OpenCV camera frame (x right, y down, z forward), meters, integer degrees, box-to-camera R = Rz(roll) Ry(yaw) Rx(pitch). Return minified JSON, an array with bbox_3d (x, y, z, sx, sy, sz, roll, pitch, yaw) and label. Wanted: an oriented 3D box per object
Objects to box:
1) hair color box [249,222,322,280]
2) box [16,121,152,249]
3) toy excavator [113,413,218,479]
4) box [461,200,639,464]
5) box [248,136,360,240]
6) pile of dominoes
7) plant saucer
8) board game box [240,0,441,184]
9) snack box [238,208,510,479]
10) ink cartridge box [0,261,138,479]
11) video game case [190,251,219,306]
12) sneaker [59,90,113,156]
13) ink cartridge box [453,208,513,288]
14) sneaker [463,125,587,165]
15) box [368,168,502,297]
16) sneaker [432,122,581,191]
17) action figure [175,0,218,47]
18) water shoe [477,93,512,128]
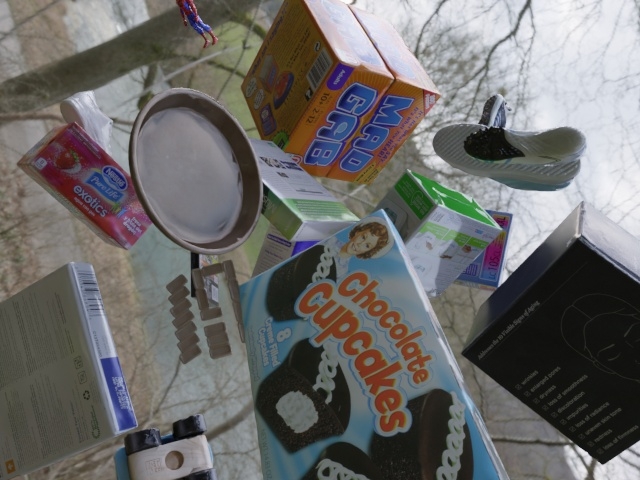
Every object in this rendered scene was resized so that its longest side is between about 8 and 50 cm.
[{"bbox_3d":[-0.084,0.029,1.603,0.110,0.339,0.185,17,2,-33],"label":"hair color box"},{"bbox_3d":[-0.472,-0.109,1.158,0.128,0.122,0.257,8,-34,50],"label":"box"},{"bbox_3d":[-0.576,0.755,1.765,0.445,0.433,0.222,-52,-128,50],"label":"toy excavator"},{"bbox_3d":[0.728,0.244,1.497,0.472,0.480,0.297,37,34,6],"label":"box"},{"bbox_3d":[-0.087,-0.118,1.198,0.322,0.058,0.232,43,23,25],"label":"box"},{"bbox_3d":[-0.305,0.195,1.519,0.040,0.196,0.251,109,-33,-74],"label":"pile of dominoes"},{"bbox_3d":[-0.201,-0.110,0.919,0.278,0.041,0.278,20,65,-50],"label":"plant saucer"},{"bbox_3d":[0.041,-0.425,1.587,0.356,0.356,0.356,-52,-132,37],"label":"board game box"},{"bbox_3d":[0.030,0.131,0.513,0.060,0.187,0.322,51,15,-43],"label":"snack box"},{"bbox_3d":[-0.524,0.253,1.060,0.071,0.330,0.324,7,59,-64],"label":"ink cartridge box"},{"bbox_3d":[-0.374,0.077,1.806,0.275,0.035,0.248,83,3,-77],"label":"video game case"},{"bbox_3d":[-0.507,-0.238,1.282,0.094,0.080,0.212,-55,146,-44],"label":"sneaker"},{"bbox_3d":[0.459,0.014,1.984,0.151,0.395,0.270,38,64,-64],"label":"ink cartridge box"},{"bbox_3d":[0.413,-0.186,1.141,0.086,0.237,0.085,41,57,-59],"label":"sneaker"},{"bbox_3d":[0.226,0.000,1.224,0.262,0.231,0.127,13,35,-43],"label":"box"},{"bbox_3d":[0.469,-0.193,1.452,0.366,0.135,0.150,20,-15,20],"label":"sneaker"},{"bbox_3d":[-0.234,-0.408,1.024,0.115,0.038,0.030,56,50,-37],"label":"action figure"},{"bbox_3d":[0.492,-0.324,1.590,0.080,0.203,0.073,32,-19,-17],"label":"water shoe"}]
